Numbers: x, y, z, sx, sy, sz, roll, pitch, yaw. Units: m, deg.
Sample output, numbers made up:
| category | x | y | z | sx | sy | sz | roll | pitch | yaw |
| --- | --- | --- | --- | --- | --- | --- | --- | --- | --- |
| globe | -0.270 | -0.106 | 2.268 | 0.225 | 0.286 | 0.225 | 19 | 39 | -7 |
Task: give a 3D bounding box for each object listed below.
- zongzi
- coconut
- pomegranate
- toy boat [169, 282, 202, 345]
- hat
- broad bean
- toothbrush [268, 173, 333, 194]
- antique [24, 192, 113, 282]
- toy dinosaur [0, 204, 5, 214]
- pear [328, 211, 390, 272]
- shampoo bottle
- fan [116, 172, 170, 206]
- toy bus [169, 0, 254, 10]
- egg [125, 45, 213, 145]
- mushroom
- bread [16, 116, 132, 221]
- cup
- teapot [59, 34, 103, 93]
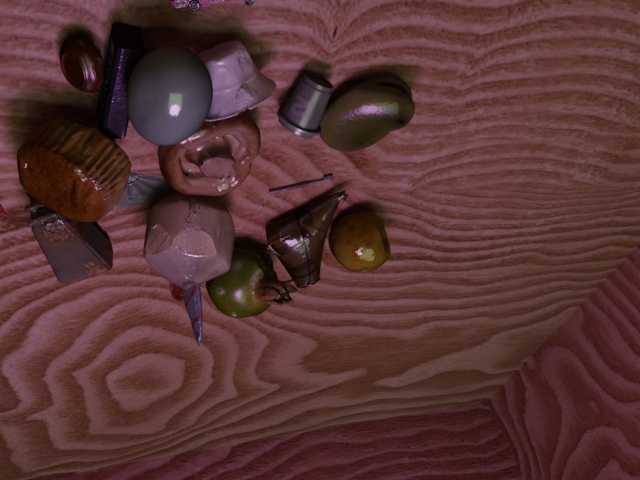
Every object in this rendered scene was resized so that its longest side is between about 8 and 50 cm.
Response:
| category | x | y | z | sx | sy | sz | roll | pitch | yaw |
| --- | --- | --- | --- | --- | --- | --- | --- | --- | --- |
| zongzi | 0.000 | 0.000 | 1.890 | 0.289 | 0.123 | 0.260 | -27 | 127 | 6 |
| coconut | -0.355 | 0.005 | 1.634 | 0.245 | 0.247 | 0.245 | 1 | 154 | 0 |
| pomegranate | -0.211 | 0.142 | 1.870 | 0.236 | 0.302 | 0.235 | -24 | 124 | -42 |
| toy boat | -0.391 | 0.175 | 1.828 | 0.096 | 0.282 | 0.206 | 2 | 139 | -29 |
| hat | -0.206 | -0.363 | 1.337 | 0.203 | 0.203 | 0.126 | -21 | 120 | 2 |
| broad bean | 0.115 | -0.320 | 1.563 | 0.263 | 0.121 | 0.189 | -30 | 139 | 18 |
| toothbrush | -0.055 | -0.164 | 1.771 | 0.194 | 0.014 | 0.017 | -15 | 144 | -6 |
| antique | -0.666 | -0.022 | 1.582 | 0.150 | 0.125 | 0.284 | -16 | 143 | -5 |
| toy dinosaur | -0.813 | -0.174 | 1.394 | 0.139 | 0.070 | 0.286 | -48 | 142 | 1 |
| pear | 0.119 | 0.008 | 1.923 | 0.197 | 0.197 | 0.197 | -12 | 143 | -10 |
| shampoo bottle | -0.449 | -0.315 | 1.329 | 0.071 | 0.098 | 0.309 | 0 | 140 | -32 |
| fan | -0.507 | -0.135 | 1.610 | 0.240 | 0.009 | 0.131 | -10 | 145 | -13 |
| toy bus | -0.205 | -0.518 | 1.211 | 0.203 | 0.063 | 0.090 | -13 | 140 | -12 |
| egg | -0.310 | -0.291 | 1.238 | 0.168 | 0.168 | 0.231 | 3 | 147 | -28 |
| mushroom | -0.270 | -0.217 | 1.500 | 0.278 | 0.146 | 0.278 | -22 | 147 | -15 |
| bread | -0.558 | -0.155 | 1.375 | 0.227 | 0.142 | 0.253 | 33 | 150 | -14 |
| cup | -0.030 | -0.333 | 1.490 | 0.120 | 0.120 | 0.141 | 12 | 123 | -35 |
| teapot | -0.490 | -0.366 | 1.266 | 0.098 | 0.078 | 0.129 | 21 | 133 | 19 |
